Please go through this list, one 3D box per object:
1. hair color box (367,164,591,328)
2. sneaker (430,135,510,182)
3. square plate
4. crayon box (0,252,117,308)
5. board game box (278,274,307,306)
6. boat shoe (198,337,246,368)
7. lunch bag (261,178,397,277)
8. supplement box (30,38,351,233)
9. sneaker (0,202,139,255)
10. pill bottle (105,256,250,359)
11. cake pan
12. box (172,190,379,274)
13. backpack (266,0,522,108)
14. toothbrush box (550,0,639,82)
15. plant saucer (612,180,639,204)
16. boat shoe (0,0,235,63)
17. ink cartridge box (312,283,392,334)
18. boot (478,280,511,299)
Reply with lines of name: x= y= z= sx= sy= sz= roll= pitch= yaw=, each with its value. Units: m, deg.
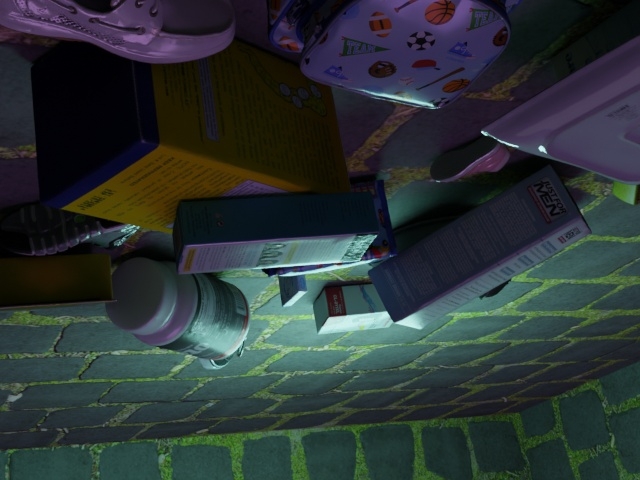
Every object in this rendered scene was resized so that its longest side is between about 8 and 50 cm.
hair color box: x=0.291 y=0.020 z=1.898 sx=0.374 sy=0.114 sz=0.185 roll=-31 pitch=163 yaw=14
sneaker: x=0.251 y=-0.126 z=1.729 sx=0.134 sy=0.051 sz=0.070 roll=-27 pitch=149 yaw=29
square plate: x=0.448 y=-0.165 z=1.373 sx=0.344 sy=0.049 sz=0.347 roll=11 pitch=151 yaw=-40
crayon box: x=-0.463 y=0.073 z=1.748 sx=0.203 sy=0.083 sz=0.323 roll=-3 pitch=176 yaw=-20
board game box: x=-0.056 y=0.073 z=2.049 sx=0.020 sy=0.090 sz=0.090 roll=2 pitch=157 yaw=-24
boat shoe: x=-0.214 y=0.205 z=2.294 sx=0.104 sy=0.113 sz=0.306 roll=2 pitch=151 yaw=8
lunch bag: x=0.000 y=0.000 z=1.881 sx=0.220 sy=0.138 sz=0.293 roll=-10 pitch=172 yaw=-5
supplement box: x=-0.156 y=-0.130 z=1.321 sx=0.194 sy=0.195 sz=0.356 roll=-25 pitch=154 yaw=35
sneaker: x=-0.393 y=-0.009 z=1.687 sx=0.228 sy=0.086 sz=0.132 roll=-10 pitch=162 yaw=-2
pill bottle: x=-0.270 y=0.130 z=1.996 sx=0.161 sy=0.161 sz=0.283 roll=-19 pitch=158 yaw=23
cake pan: x=0.235 y=0.030 z=2.129 sx=0.293 sy=0.054 sz=0.293 roll=-9 pitch=160 yaw=-3
box: x=-0.058 y=-0.010 z=1.316 sx=0.244 sy=0.060 sz=0.100 roll=-4 pitch=159 yaw=-15
backpack: x=0.089 y=-0.276 z=1.064 sx=0.276 sy=0.213 sz=0.263 roll=5 pitch=144 yaw=-28
toothbrush box: x=0.498 y=-0.249 z=1.421 sx=0.216 sy=0.126 sz=0.295 roll=6 pitch=155 yaw=-35
plant saucer: x=0.640 y=-0.122 z=1.935 sx=0.188 sy=0.045 sz=0.188 roll=-14 pitch=159 yaw=9
boat shoe: x=-0.209 y=-0.256 z=1.103 sx=0.277 sy=0.098 sz=0.096 roll=2 pitch=157 yaw=-26
ink cartridge box: x=0.083 y=0.151 z=2.347 sx=0.175 sy=0.072 sz=0.127 roll=-4 pitch=158 yaw=-14
boot: x=0.392 y=0.032 z=2.086 sx=0.197 sy=0.077 sz=0.137 roll=-19 pitch=141 yaw=-24
